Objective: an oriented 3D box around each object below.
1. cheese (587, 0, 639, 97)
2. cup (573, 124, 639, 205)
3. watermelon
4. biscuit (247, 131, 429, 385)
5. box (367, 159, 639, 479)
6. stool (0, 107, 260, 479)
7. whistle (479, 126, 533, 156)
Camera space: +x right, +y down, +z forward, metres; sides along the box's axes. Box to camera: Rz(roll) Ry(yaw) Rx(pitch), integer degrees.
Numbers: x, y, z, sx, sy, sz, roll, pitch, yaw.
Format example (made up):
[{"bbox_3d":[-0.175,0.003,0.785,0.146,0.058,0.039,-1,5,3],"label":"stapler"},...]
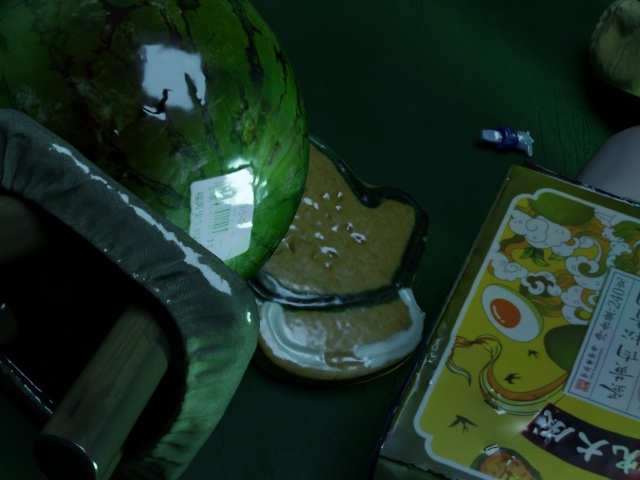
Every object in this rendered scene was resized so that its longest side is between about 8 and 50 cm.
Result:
[{"bbox_3d":[0.464,-0.231,2.118,0.214,0.117,0.226,16,18,-21],"label":"cheese"},{"bbox_3d":[0.395,-0.007,1.859,0.252,0.192,0.200,22,39,13],"label":"cup"},{"bbox_3d":[-0.177,-0.102,1.537,0.363,0.363,0.363,15,47,-17],"label":"watermelon"},{"bbox_3d":[0.001,-0.001,1.741,0.287,0.057,0.344,-5,55,-32],"label":"biscuit"},{"bbox_3d":[0.288,0.154,1.610,0.373,0.138,0.420,22,52,11],"label":"box"},{"bbox_3d":[-0.249,0.102,1.336,0.310,0.310,0.226,36,45,7],"label":"stool"},{"bbox_3d":[0.227,-0.121,1.993,0.083,0.029,0.033,6,66,-34],"label":"whistle"}]
